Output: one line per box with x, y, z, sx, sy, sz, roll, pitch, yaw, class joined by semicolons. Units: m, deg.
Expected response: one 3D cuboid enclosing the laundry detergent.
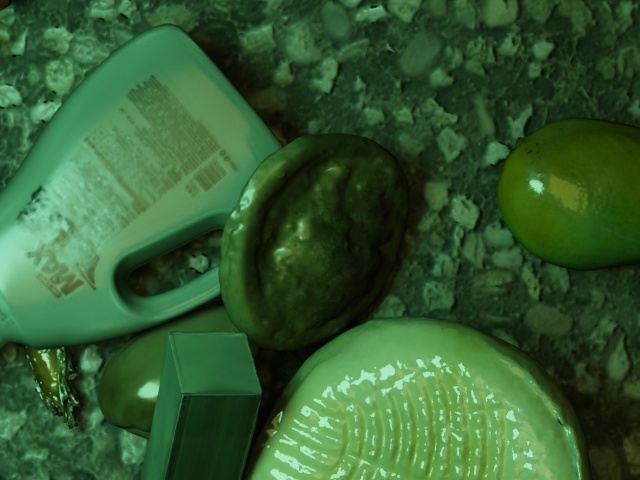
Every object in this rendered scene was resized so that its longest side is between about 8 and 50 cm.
-0.223;-0.003;1.467;0.398;0.125;0.264;-41;94;-7;laundry detergent

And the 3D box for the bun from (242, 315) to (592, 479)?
0.101;0.259;1.437;0.364;0.202;0.364;-1;85;17;bun

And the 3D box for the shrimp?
-0.251;0.100;1.523;0.124;0.034;0.178;-21;81;-6;shrimp

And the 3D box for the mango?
0.306;-0.045;1.504;0.251;0.114;0.156;4;81;-1;mango

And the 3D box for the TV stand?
-0.124;0.216;1.417;0.082;0.088;0.270;2;129;-19;TV stand

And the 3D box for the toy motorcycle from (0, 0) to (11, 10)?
-0.431;-0.372;1.484;0.207;0.134;0.401;-36;91;-3;toy motorcycle

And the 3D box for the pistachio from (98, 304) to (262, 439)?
-0.137;0.136;1.491;0.185;0.108;0.126;-28;68;-9;pistachio

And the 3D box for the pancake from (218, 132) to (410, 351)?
0.000;0.000;1.458;0.242;0.050;0.242;-18;120;-36;pancake
